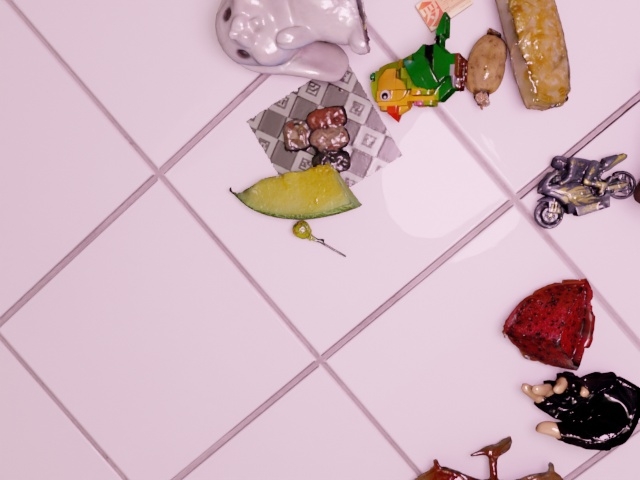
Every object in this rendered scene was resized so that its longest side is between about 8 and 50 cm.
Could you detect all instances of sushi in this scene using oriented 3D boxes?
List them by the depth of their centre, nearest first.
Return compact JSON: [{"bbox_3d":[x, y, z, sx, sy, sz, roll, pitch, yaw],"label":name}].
[{"bbox_3d":[0.004,-0.197,1.160,0.231,0.047,0.220,-31,93,8],"label":"sushi"}]

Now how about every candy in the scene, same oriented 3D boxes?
[{"bbox_3d":[0.000,0.000,1.194,0.122,0.035,0.035,31,81,-6],"label":"candy"}]

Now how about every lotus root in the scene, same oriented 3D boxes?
[{"bbox_3d":[0.304,-0.315,1.112,0.072,0.063,0.152,7,93,-5],"label":"lotus root"}]

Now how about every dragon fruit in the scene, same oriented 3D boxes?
[{"bbox_3d":[0.442,0.151,1.148,0.127,0.120,0.161,17,68,43],"label":"dragon fruit"}]

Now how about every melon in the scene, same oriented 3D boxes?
[{"bbox_3d":[-0.056,-0.090,1.157,0.261,0.053,0.114,-1,110,15],"label":"melon"}]

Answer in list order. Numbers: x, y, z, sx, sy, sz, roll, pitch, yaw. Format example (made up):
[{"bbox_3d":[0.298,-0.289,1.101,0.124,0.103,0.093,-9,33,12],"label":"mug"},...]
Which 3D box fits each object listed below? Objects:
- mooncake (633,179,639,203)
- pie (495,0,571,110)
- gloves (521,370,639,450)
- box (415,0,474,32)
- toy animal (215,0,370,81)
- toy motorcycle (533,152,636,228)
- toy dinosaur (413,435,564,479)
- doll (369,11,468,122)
[{"bbox_3d":[0.685,-0.162,1.007,0.333,0.174,0.326,-32,68,39],"label":"mooncake"},{"bbox_3d":[0.383,-0.376,1.084,0.128,0.068,0.283,-15,91,-17],"label":"pie"},{"bbox_3d":[0.481,0.305,1.134,0.203,0.124,0.165,25,89,17],"label":"gloves"},{"bbox_3d":[0.231,-0.440,1.129,0.093,0.015,0.058,-33,94,7],"label":"box"},{"bbox_3d":[-0.044,-0.420,1.083,0.289,0.174,0.249,8,108,4],"label":"toy animal"},{"bbox_3d":[0.477,-0.107,1.119,0.193,0.061,0.124,-23,91,9],"label":"toy motorcycle"},{"bbox_3d":[0.327,0.507,1.192,0.327,0.113,0.207,-23,68,-3],"label":"toy dinosaur"},{"bbox_3d":[0.179,-0.303,1.104,0.186,0.106,0.134,-28,84,24],"label":"doll"}]
